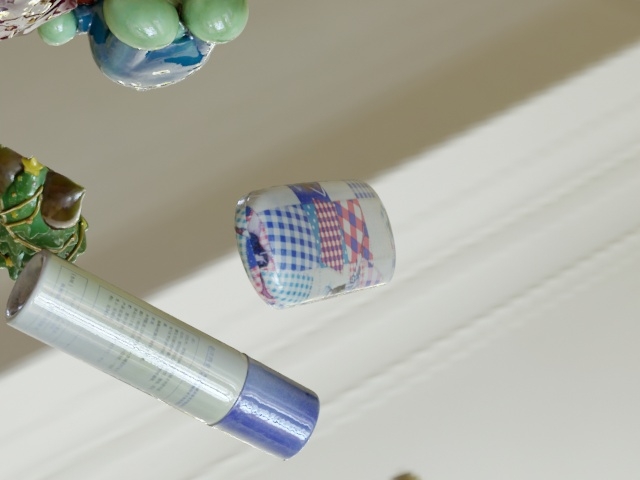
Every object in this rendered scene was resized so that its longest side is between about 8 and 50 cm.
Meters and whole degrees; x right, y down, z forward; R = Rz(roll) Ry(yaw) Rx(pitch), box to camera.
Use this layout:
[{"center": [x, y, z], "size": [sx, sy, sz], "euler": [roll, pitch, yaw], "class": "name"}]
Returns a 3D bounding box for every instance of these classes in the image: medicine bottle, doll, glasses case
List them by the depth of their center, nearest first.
[{"center": [-0.108, 0.083, 1.243], "size": [0.059, 0.231, 0.059], "euler": [-46, -153, 31], "class": "medicine bottle"}, {"center": [-0.208, -0.015, 1.245], "size": [0.078, 0.113, 0.076], "euler": [27, -104, 10], "class": "doll"}, {"center": [-0.206, -0.278, 1.758], "size": [0.199, 0.186, 0.322], "euler": [-5, -124, -26], "class": "doll"}, {"center": [0.000, 0.000, 1.874], "size": [0.076, 0.125, 0.327], "euler": [-18, 176, 24], "class": "glasses case"}]

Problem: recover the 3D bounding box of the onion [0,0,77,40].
[{"center": [-0.282, -0.276, 1.025], "size": [0.348, 0.347, 0.385], "euler": [0, 177, 24], "class": "onion"}]
